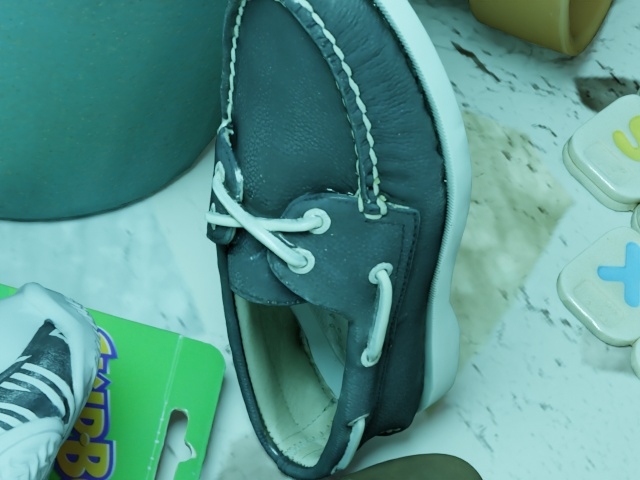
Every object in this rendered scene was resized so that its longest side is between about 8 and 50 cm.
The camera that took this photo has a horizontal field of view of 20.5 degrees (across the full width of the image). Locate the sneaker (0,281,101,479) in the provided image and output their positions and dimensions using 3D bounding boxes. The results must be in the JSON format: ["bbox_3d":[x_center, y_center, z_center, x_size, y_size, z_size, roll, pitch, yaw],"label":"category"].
[{"bbox_3d":[-0.226,0.099,0.648,0.210,0.137,0.366,28,36,-1],"label":"sneaker"}]

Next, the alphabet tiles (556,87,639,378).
[{"bbox_3d":[0.276,0.011,1.011,0.278,0.021,0.284,-34,72,-32],"label":"alphabet tiles"}]

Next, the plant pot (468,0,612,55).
[{"bbox_3d":[0.088,-0.269,0.998,0.203,0.291,0.291,16,53,14],"label":"plant pot"}]

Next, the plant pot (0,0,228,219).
[{"bbox_3d":[-0.126,-0.199,0.832,0.341,0.334,0.341,8,55,-12],"label":"plant pot"}]

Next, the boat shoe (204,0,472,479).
[{"bbox_3d":[0.000,0.000,0.766,0.091,0.302,0.114,-39,51,-23],"label":"boat shoe"}]

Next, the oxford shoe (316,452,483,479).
[{"bbox_3d":[0.010,0.144,0.787,0.227,0.096,0.083,-23,68,-45],"label":"oxford shoe"}]

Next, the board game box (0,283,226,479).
[{"bbox_3d":[-0.180,0.072,0.822,0.259,0.039,0.124,15,56,-4],"label":"board game box"}]
